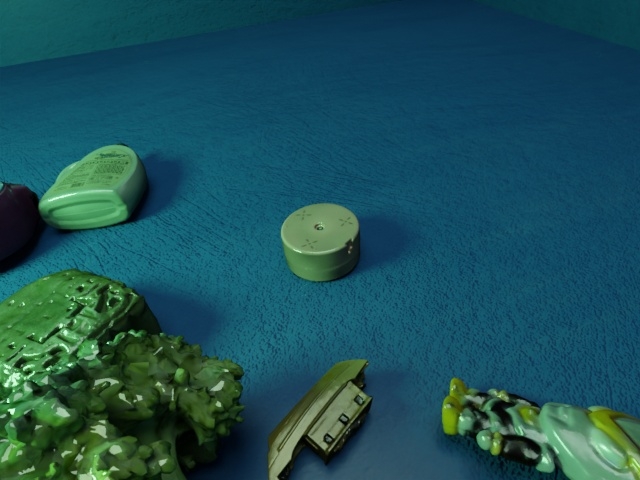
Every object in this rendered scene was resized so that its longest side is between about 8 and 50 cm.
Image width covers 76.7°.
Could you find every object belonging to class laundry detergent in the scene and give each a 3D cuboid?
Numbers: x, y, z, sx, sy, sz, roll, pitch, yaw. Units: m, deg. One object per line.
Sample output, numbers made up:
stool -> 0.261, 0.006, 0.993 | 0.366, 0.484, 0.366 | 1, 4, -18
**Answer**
laundry detergent -> -0.532, -0.152, 0.979 | 0.215, 0.105, 0.280 | -10, 44, -3

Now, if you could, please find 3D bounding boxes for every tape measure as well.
tape measure -> -0.726, -0.034, 0.845 | 0.231, 0.149, 0.245 | -1, 35, 9

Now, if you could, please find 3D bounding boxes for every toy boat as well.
toy boat -> 0.004, 0.240, 0.529 | 0.077, 0.057, 0.200 | 34, 54, 27

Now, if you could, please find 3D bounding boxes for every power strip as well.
power strip -> 0.000, 0.000, 0.779 | 0.154, 0.078, 0.154 | -5, 42, 4

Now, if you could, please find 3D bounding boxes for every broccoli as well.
broccoli -> -0.224, 0.241, 0.392 | 0.277, 0.317, 0.338 | -58, 35, 3

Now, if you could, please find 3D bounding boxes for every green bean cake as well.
green bean cake -> -0.397, 0.155, 0.618 | 0.227, 0.125, 0.222 | 9, 43, 22

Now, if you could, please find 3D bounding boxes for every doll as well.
doll -> 0.307, 0.242, 0.470 | 0.316, 0.145, 0.103 | 11, 81, 26
